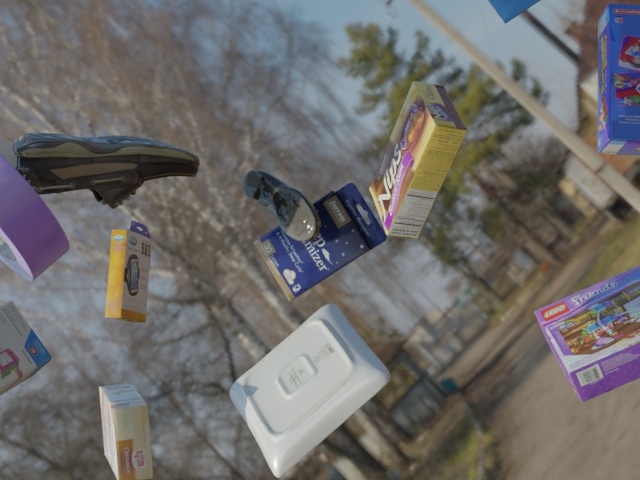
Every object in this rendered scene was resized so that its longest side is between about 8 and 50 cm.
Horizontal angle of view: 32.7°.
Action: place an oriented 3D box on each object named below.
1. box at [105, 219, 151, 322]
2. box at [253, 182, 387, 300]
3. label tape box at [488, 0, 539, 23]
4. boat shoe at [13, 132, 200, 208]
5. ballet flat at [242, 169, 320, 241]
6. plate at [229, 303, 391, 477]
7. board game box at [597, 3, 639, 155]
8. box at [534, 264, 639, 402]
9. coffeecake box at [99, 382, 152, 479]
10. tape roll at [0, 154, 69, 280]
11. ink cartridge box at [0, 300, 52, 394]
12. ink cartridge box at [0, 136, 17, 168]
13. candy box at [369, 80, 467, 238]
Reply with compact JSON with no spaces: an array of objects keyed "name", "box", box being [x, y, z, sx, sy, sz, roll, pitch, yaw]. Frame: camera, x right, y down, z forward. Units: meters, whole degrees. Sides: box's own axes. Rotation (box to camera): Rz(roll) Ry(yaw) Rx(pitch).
[{"name":"box","box":[-0.262,0.042,1.497,0.081,0.028,0.136,33,-123,-72]},{"name":"box","box":[0.000,0.000,2.091,0.225,0.136,0.036,-33,-6,9]},{"name":"label tape box","box":[0.245,-0.493,1.436,0.240,0.334,0.106,-34,-10,-12]},{"name":"boat shoe","box":[-0.410,-0.133,2.095,0.132,0.355,0.130,-148,62,-66]},{"name":"ballet flat","box":[-0.064,-0.068,2.057,0.058,0.250,0.084,10,-73,-39]},{"name":"plate","box":[-0.035,0.261,2.026,0.278,0.045,0.277,-41,35,0]},{"name":"board game box","box":[0.629,-0.252,1.764,0.078,0.347,0.233,88,-174,-79]},{"name":"box","box":[0.467,0.104,1.535,0.293,0.057,0.201,-24,20,7]},{"name":"coffeecake box","box":[-0.371,0.362,2.071,0.068,0.142,0.185,-5,7,-19]},{"name":"tape roll","box":[-0.573,-0.058,1.942,0.090,0.275,0.275,-43,-9,-21]},{"name":"ink cartridge box","box":[-0.390,0.137,1.273,0.052,0.088,0.122,-37,-1,35]},{"name":"ink cartridge box","box":[-0.639,-0.120,2.128,0.092,0.090,0.143,1,65,53]},{"name":"candy box","box":[0.129,-0.108,1.479,0.109,0.053,0.187,-107,32,-47]}]
